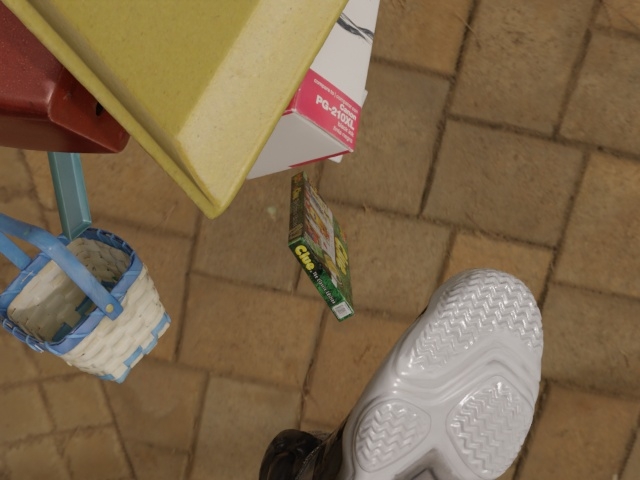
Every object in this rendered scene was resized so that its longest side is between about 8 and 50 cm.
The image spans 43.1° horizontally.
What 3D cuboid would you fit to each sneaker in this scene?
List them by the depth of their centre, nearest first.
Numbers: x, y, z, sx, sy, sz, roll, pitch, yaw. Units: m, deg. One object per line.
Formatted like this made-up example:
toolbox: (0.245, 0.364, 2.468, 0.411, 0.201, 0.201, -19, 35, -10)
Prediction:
sneaker: (0.033, 0.130, 0.520, 0.101, 0.153, 0.268, 25, 91, -19)

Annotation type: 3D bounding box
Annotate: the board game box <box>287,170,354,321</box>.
board game box: (0.000, 0.000, 1.178, 0.030, 0.260, 0.136, -27, 113, 11)

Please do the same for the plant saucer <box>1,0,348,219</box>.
plant saucer: (-0.093, -0.232, 0.640, 0.081, 0.333, 0.333, 22, 75, 24)

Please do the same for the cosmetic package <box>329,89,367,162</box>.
cosmetic package: (-0.061, -0.204, 1.147, 0.231, 0.085, 0.117, 19, 98, -32)

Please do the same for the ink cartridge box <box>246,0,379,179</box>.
ink cartridge box: (-0.036, -0.206, 0.906, 0.172, 0.237, 0.100, -9, 151, 43)

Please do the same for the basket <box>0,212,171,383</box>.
basket: (-0.377, 0.059, 1.178, 0.201, 0.255, 0.289, -55, 137, -18)

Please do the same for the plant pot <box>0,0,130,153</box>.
plant pot: (-0.295, -0.216, 0.784, 0.235, 0.267, 0.267, 20, 88, 9)

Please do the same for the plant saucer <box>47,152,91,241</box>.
plant saucer: (-0.361, -0.098, 1.149, 0.018, 0.067, 0.192, 3, 114, 11)
